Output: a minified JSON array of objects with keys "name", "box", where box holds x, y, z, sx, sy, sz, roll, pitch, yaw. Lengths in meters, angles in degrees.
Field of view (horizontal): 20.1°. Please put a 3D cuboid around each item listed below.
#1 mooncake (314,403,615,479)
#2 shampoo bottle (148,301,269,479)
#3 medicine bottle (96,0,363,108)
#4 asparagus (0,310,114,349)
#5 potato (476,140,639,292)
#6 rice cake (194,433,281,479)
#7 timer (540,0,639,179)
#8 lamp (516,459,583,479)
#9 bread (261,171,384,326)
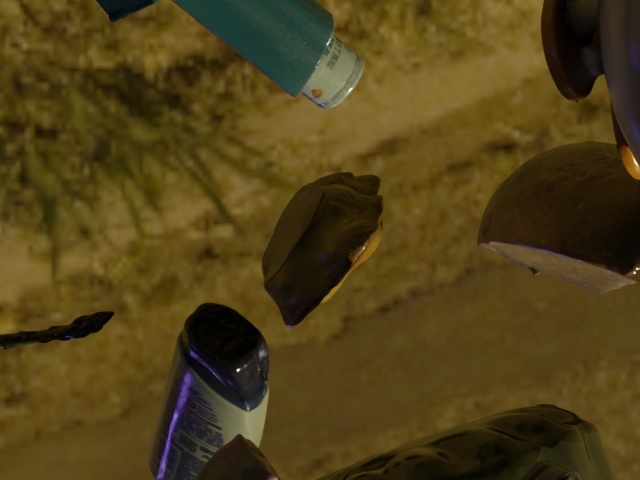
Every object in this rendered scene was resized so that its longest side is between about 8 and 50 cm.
[{"name":"mooncake","box":[0.112,0.281,1.708,0.356,0.194,0.356,-16,172,-2]},{"name":"shampoo bottle","box":[-0.129,0.210,2.180,0.134,0.078,0.359,38,147,13]},{"name":"medicine bottle","box":[-0.082,-0.207,1.652,0.258,0.079,0.124,34,118,-25]},{"name":"asparagus","box":[-0.283,0.089,1.618,0.232,0.023,0.022,-11,-168,24]},{"name":"potato","box":[0.329,-0.056,2.237,0.189,0.211,0.264,25,175,-3]},{"name":"rice cake","box":[-0.166,0.329,1.673,0.064,0.070,0.399,8,130,-52]},{"name":"timer","box":[0.307,-0.137,1.287,0.240,0.233,0.233,-11,148,30]},{"name":"lamp","box":[0.128,0.337,1.366,0.047,0.269,0.266,16,129,38]},{"name":"bread","box":[0.000,0.000,1.988,0.088,0.233,0.161,31,104,-12]}]
